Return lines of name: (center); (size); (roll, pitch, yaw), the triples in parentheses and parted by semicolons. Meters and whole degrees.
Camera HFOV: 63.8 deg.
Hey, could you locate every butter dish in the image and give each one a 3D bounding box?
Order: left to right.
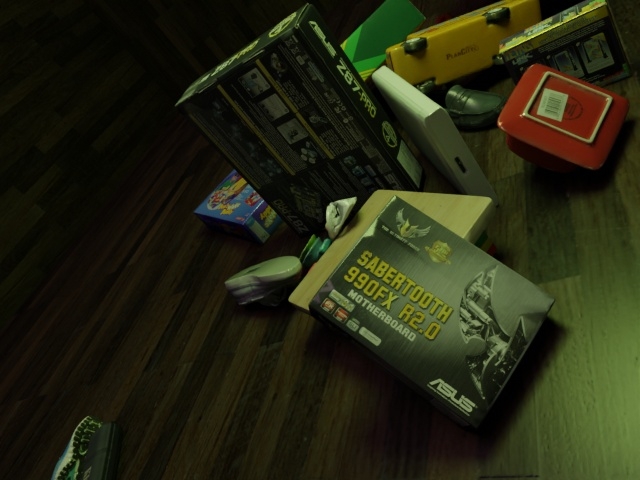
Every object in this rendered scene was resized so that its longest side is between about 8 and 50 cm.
butter dish: (0.356, -0.166, 0.789); (0.160, 0.118, 0.160); (29, 66, 13)

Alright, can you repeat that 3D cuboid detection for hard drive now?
hard drive: (0.193, -0.190, 0.912); (0.040, 0.203, 0.307); (-36, 29, 10)

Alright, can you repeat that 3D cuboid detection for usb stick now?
usb stick: (-0.402, 0.444, 0.915); (0.077, 0.045, 0.278); (-36, 29, 7)

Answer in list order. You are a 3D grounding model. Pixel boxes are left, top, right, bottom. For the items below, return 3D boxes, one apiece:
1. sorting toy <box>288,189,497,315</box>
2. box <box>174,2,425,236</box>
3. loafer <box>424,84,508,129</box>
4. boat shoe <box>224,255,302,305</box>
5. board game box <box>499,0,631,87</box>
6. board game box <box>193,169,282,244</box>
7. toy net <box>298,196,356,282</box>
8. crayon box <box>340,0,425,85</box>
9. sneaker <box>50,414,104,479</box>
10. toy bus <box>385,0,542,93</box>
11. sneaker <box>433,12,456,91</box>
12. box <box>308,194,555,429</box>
sorting toy: (0.115, 0.048, 0.796); (0.257, 0.089, 0.255); (-51, 30, -16)
box: (-0.032, -0.194, 0.993); (0.318, 0.395, 0.097); (-20, 37, 36)
loafer: (0.286, -0.276, 1.050); (0.076, 0.078, 0.223); (-48, 29, -11)
boat shoe: (-0.103, 0.089, 1.018); (0.227, 0.081, 0.079); (-16, 17, 48)
board game box: (0.416, -0.312, 0.880); (0.170, 0.141, 0.048); (-16, 37, 36)
board game box: (-0.186, -0.120, 1.404); (0.233, 0.078, 0.347); (-50, 30, -16)
toy net: (0.000, 0.000, 0.936); (0.122, 0.045, 0.232); (-57, -4, -38)
crayon box: (0.076, -0.405, 1.304); (0.313, 0.106, 0.363); (-46, 2, -9)
sneaker: (-0.498, 0.429, 1.036); (0.073, 0.063, 0.162); (-24, 32, 34)
toy bus: (0.301, -0.415, 1.094); (0.332, 0.108, 0.130); (-20, 28, 0)
sneaker: (0.252, -0.419, 1.230); (0.116, 0.136, 0.314); (3, 52, 53)
box: (0.130, 0.080, 0.620); (0.183, 0.231, 0.056); (-50, -15, -16)
